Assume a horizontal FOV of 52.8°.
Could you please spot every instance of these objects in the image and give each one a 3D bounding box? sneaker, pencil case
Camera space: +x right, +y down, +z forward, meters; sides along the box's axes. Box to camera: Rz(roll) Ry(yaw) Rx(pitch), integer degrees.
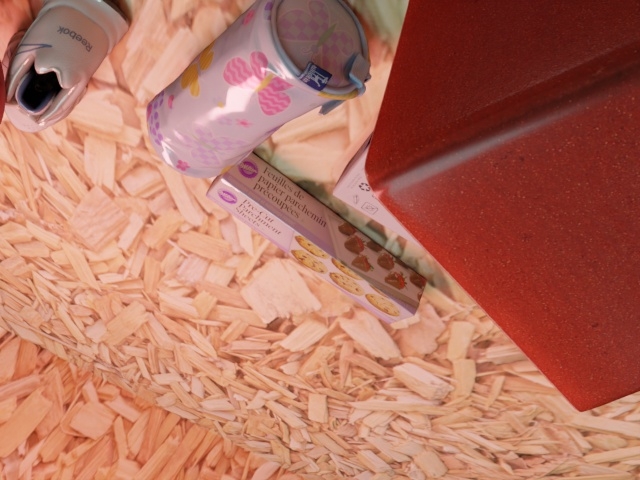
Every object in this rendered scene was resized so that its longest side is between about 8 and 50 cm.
[{"bbox_3d":[-0.338,-0.193,0.773,0.111,0.129,0.297,32,150,-23],"label":"sneaker"},{"bbox_3d":[-0.073,-0.152,0.662,0.124,0.113,0.273,23,154,-34],"label":"pencil case"}]

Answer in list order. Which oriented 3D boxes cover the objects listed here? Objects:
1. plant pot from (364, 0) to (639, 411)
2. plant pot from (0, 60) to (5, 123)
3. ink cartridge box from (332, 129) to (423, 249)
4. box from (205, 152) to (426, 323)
[{"bbox_3d":[0.221,-0.084,0.438,0.236,0.267,0.267,-25,123,36],"label":"plant pot"},{"bbox_3d":[-0.465,-0.170,0.673,0.191,0.174,0.191,13,118,27],"label":"plant pot"},{"bbox_3d":[0.191,-0.022,0.708,0.333,0.065,0.165,32,148,-7],"label":"ink cartridge box"},{"bbox_3d":[0.000,0.000,0.875,0.324,0.063,0.067,36,146,-16],"label":"box"}]
